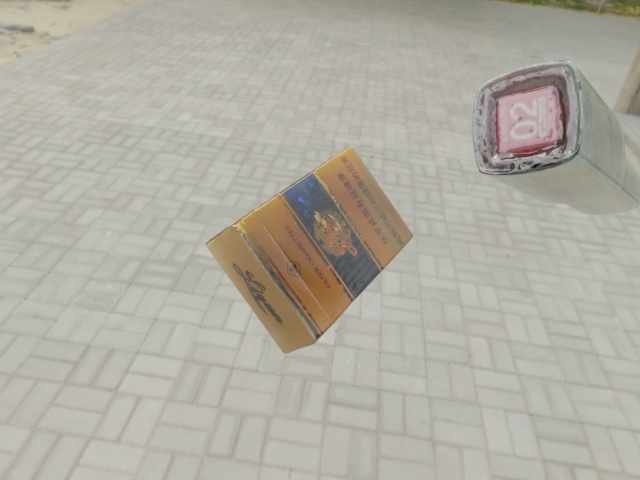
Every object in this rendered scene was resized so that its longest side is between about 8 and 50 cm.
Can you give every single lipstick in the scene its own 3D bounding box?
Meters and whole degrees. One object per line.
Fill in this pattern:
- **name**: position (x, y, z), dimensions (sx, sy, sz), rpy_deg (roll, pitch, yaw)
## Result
- **lipstick**: position (0.222, -0.072, 0.445), dimensions (0.077, 0.079, 0.252), rpy_deg (-5, -8, 41)

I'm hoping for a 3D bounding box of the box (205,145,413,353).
- **box**: position (0.000, 0.000, 0.617), dimensions (0.152, 0.070, 0.237), rpy_deg (55, 49, -6)
